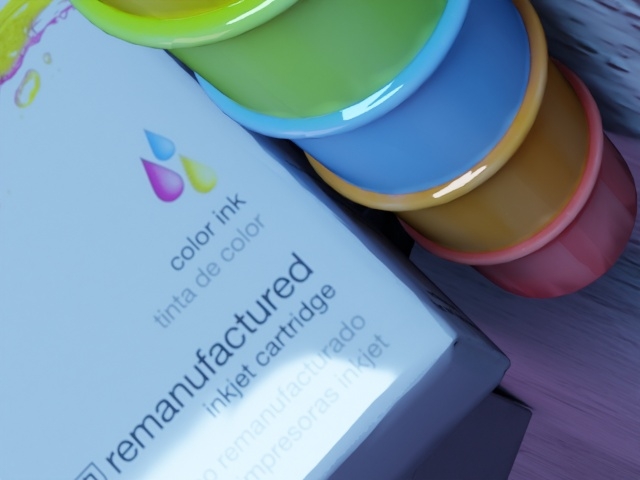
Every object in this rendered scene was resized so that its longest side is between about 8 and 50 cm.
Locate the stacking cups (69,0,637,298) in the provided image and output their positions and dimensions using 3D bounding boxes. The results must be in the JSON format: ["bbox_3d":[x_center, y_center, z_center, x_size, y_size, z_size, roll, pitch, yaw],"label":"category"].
[{"bbox_3d":[0.009,-0.060,0.487,0.096,0.096,0.316,21,172,29],"label":"stacking cups"}]

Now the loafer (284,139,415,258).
[{"bbox_3d":[0.000,0.000,0.856,0.076,0.078,0.223,25,171,8],"label":"loafer"}]

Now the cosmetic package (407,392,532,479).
[{"bbox_3d":[0.045,0.132,1.345,0.127,0.107,0.238,16,170,41],"label":"cosmetic package"}]

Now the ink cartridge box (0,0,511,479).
[{"bbox_3d":[-0.111,0.013,0.570,0.278,0.201,0.117,44,-176,17],"label":"ink cartridge box"}]
